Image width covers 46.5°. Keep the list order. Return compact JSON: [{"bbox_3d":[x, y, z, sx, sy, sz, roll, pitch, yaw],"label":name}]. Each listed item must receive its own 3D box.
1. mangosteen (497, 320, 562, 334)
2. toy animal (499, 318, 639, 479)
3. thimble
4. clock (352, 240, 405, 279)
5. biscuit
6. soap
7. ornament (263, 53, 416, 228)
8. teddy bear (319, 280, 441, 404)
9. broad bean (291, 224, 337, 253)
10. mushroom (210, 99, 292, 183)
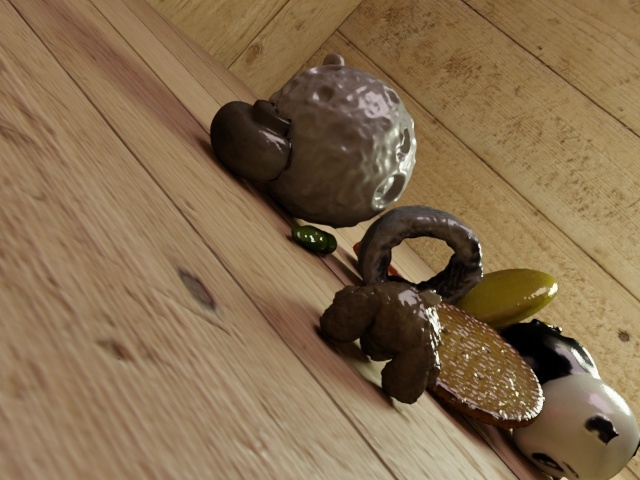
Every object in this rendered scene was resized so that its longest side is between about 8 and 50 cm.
[{"bbox_3d":[0.530,0.301,1.945,0.216,0.216,0.216,43,8,-7],"label":"mangosteen"},{"bbox_3d":[0.453,0.317,1.417,0.251,0.251,0.310,37,3,-42],"label":"toy animal"},{"bbox_3d":[0.201,0.041,1.511,0.157,0.245,0.217,-97,177,-78],"label":"thimble"},{"bbox_3d":[0.148,0.084,1.703,0.205,0.051,0.205,44,8,-8],"label":"clock"},{"bbox_3d":[0.252,0.210,1.291,0.305,0.038,0.305,24,27,-13],"label":"biscuit"},{"bbox_3d":[0.352,0.136,1.632,0.427,0.306,0.115,19,55,-88],"label":"soap"},{"bbox_3d":[0.037,-0.185,1.523,0.337,0.337,0.337,43,8,-7],"label":"ornament"},{"bbox_3d":[0.098,0.116,1.004,0.177,0.140,0.190,42,-1,4],"label":"teddy bear"},{"bbox_3d":[0.001,0.001,1.423,0.060,0.043,0.297,34,4,13],"label":"broad bean"},{"bbox_3d":[-0.141,-0.190,1.389,0.117,0.141,0.188,2,34,-45],"label":"mushroom"}]
